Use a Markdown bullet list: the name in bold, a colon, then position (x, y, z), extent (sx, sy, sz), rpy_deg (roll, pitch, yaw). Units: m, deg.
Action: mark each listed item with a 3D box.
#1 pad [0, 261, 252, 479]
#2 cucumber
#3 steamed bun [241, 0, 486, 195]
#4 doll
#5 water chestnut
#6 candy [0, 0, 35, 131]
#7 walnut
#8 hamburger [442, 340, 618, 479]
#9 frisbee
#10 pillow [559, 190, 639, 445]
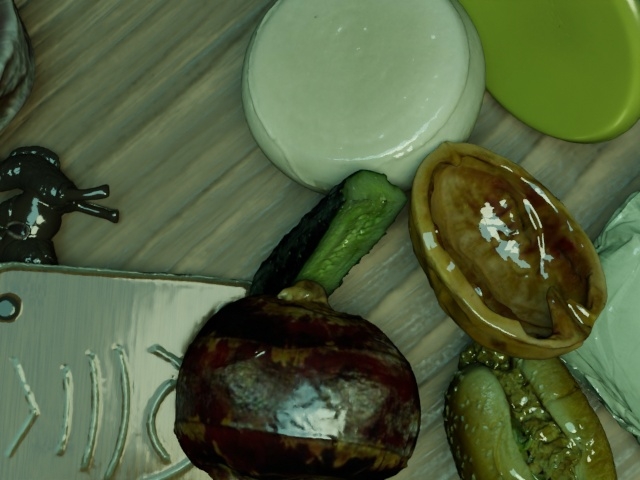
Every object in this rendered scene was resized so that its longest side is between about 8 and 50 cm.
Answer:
- **pad**: position (-0.201, 0.171, 1.021), extent (0.284, 0.018, 0.286), rpy_deg (4, 87, -8)
- **cucumber**: position (0.000, -0.003, 0.954), extent (0.078, 0.211, 0.062), rpy_deg (-5, 60, -30)
- **steamed bun**: position (0.044, -0.145, 0.989), extent (0.232, 0.145, 0.231), rpy_deg (-3, 76, 12)
- **doll**: position (-0.297, -0.026, 1.067), extent (0.165, 0.057, 0.139), rpy_deg (23, 89, 10)
- **water chestnut**: position (-0.019, 0.164, 0.932), extent (0.224, 0.223, 0.238), rpy_deg (2, 69, 7)
- **candy**: position (-0.421, -0.215, 1.050), extent (0.214, 0.157, 0.289), rpy_deg (-39, 74, -12)
- **walnut**: position (0.150, 0.018, 0.899), extent (0.167, 0.087, 0.211), rpy_deg (-19, 68, -32)
- **hamburger**: position (0.178, 0.188, 0.919), extent (0.122, 0.189, 0.215), rpy_deg (-21, 43, -1)
- **frisbee**: position (0.200, -0.188, 0.926), extent (0.017, 0.236, 0.236), rpy_deg (-35, 81, -25)
- **pillow**: position (0.368, 0.087, 0.935), extent (0.283, 0.138, 0.310), rpy_deg (-43, 80, 10)
